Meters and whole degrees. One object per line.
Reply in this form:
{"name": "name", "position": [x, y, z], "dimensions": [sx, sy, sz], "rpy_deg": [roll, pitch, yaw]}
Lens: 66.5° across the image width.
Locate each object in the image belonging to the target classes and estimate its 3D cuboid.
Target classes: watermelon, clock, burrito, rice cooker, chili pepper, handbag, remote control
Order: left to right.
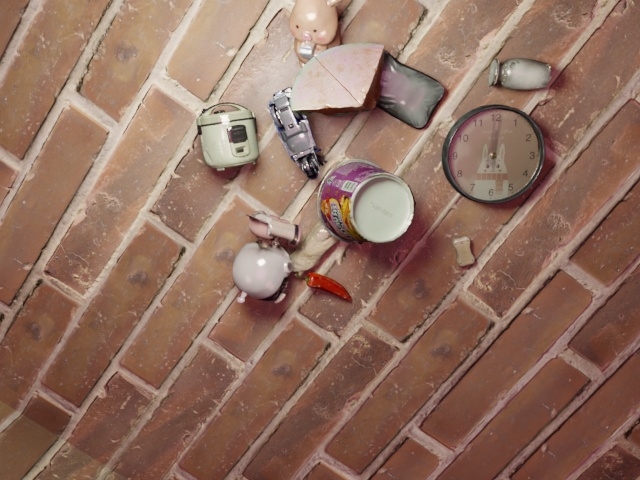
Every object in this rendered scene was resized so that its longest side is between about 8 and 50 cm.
{"name": "rice cooker", "position": [-0.343, -0.394, 1.840], "dimensions": [0.226, 0.226, 0.244], "rpy_deg": [-8, 101, 5]}
{"name": "burrito", "position": [0.000, 0.000, 1.993], "dimensions": [0.117, 0.076, 0.392], "rpy_deg": [39, 105, -13]}
{"name": "chili pepper", "position": [0.019, 0.185, 2.036], "dimensions": [0.272, 0.063, 0.071], "rpy_deg": [23, 115, -18]}
{"name": "watermelon", "position": [0.069, -0.519, 1.740], "dimensions": [0.292, 0.222, 0.319], "rpy_deg": [5, 65, 10]}
{"name": "handbag", "position": [0.293, -0.570, 1.840], "dimensions": [0.332, 0.075, 0.191], "rpy_deg": [28, 107, -7]}
{"name": "remote control", "position": [0.584, 0.044, 1.993], "dimensions": [0.074, 0.032, 0.122], "rpy_deg": [-15, 102, 7]}
{"name": "clock", "position": [0.663, -0.326, 1.874], "dimensions": [0.386, 0.076, 0.386], "rpy_deg": [1, 104, 3]}

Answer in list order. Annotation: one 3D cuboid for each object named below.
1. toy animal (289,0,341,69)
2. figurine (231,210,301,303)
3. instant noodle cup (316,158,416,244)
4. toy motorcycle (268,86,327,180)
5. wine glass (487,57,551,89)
{"name": "toy animal", "position": [-0.025, -0.743, 1.725], "dimensions": [0.195, 0.256, 0.213], "rpy_deg": [17, 89, 6]}
{"name": "figurine", "position": [-0.239, 0.063, 1.953], "dimensions": [0.211, 0.253, 0.361], "rpy_deg": [-5, 114, -42]}
{"name": "instant noodle cup", "position": [0.184, -0.130, 1.805], "dimensions": [0.340, 0.266, 0.340], "rpy_deg": [-3, 100, -19]}
{"name": "toy motorcycle", "position": [-0.078, -0.398, 1.835], "dimensions": [0.125, 0.212, 0.358], "rpy_deg": [-20, 99, 14]}
{"name": "wine glass", "position": [0.725, -0.607, 1.783], "dimensions": [0.204, 0.111, 0.111], "rpy_deg": [5, 104, 5]}
